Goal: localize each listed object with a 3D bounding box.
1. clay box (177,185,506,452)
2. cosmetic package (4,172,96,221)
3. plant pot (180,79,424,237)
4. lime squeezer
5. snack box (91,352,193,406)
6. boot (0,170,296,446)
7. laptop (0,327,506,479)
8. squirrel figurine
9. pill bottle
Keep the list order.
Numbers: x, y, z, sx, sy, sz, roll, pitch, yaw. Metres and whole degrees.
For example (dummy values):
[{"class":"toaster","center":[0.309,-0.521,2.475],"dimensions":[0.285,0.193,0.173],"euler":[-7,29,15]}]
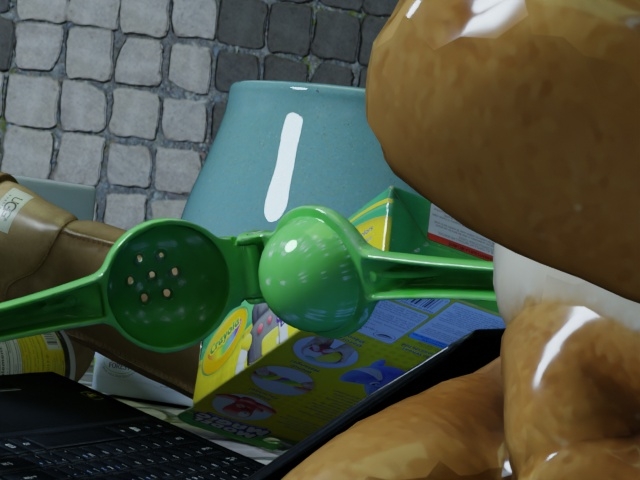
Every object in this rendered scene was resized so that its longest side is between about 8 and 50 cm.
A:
[{"class":"clay box","center":[0.028,0.055,1.014],"dimensions":[0.127,0.053,0.222],"euler":[20,-31,-24]},{"class":"cosmetic package","center":[-0.388,0.010,1.573],"dimensions":[0.230,0.161,0.453],"euler":[6,0,22]},{"class":"plant pot","center":[0.000,0.000,1.658],"dimensions":[0.272,0.255,0.271],"euler":[5,0,0]},{"class":"lime squeezer","center":[-0.033,0.015,0.799],"dimensions":[0.310,0.058,0.110],"euler":[-4,-4,12]},{"class":"snack box","center":[-0.080,0.101,1.451],"dimensions":[0.141,0.037,0.100],"euler":[5,-1,32]},{"class":"boot","center":[-0.103,0.072,1.276],"dimensions":[0.270,0.089,0.236],"euler":[21,-24,22]},{"class":"laptop","center":[-0.043,0.054,0.852],"dimensions":[0.264,0.136,0.234],"euler":[21,5,20]},{"class":"squirrel figurine","center":[0.214,-0.017,0.420],"dimensions":[0.397,0.281,0.370],"euler":[32,-35,-2]},{"class":"pill bottle","center":[-0.206,0.076,1.192],"dimensions":[0.065,0.065,0.116],"euler":[6,0,33]}]
